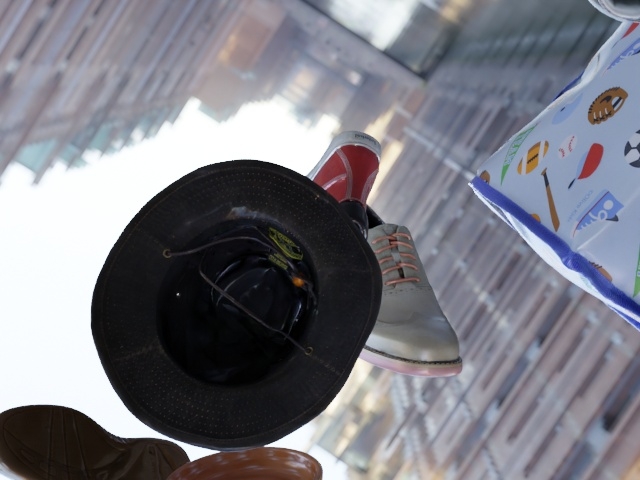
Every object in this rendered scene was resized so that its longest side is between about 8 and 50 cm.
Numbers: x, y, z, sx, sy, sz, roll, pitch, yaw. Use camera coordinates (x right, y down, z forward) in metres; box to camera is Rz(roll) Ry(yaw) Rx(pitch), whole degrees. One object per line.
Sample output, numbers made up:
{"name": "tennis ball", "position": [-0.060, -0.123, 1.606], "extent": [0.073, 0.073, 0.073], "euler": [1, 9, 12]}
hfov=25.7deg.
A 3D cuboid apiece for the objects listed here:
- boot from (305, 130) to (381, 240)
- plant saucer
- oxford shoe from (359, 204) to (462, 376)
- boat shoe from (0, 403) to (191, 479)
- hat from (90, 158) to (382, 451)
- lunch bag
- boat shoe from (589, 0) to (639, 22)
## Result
{"name": "boot", "position": [0.000, 0.000, 1.762], "extent": [0.088, 0.244, 0.176], "euler": [18, -130, -12]}
{"name": "plant saucer", "position": [-0.094, 0.309, 1.738], "extent": [0.200, 0.037, 0.200], "euler": [-5, -167, 1]}
{"name": "oxford shoe", "position": [0.082, 0.059, 1.906], "extent": [0.140, 0.147, 0.397], "euler": [1, -158, -25]}
{"name": "boat shoe", "position": [-0.316, 0.300, 1.820], "extent": [0.342, 0.123, 0.123], "euler": [21, -129, -49]}
{"name": "hat", "position": [-0.097, 0.082, 1.581], "extent": [0.331, 0.331, 0.134], "euler": [33, 162, 5]}
{"name": "lunch bag", "position": [0.359, -0.098, 1.554], "extent": [0.239, 0.328, 0.385], "euler": [41, -177, -25]}
{"name": "boat shoe", "position": [0.252, -0.235, 1.113], "extent": [0.121, 0.119, 0.335], "euler": [42, 169, -22]}
